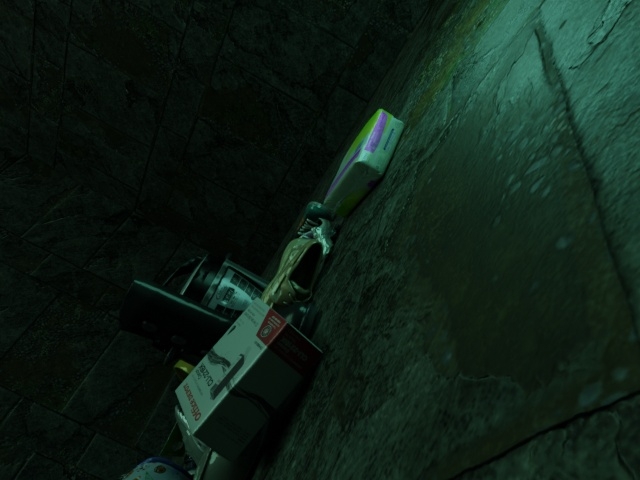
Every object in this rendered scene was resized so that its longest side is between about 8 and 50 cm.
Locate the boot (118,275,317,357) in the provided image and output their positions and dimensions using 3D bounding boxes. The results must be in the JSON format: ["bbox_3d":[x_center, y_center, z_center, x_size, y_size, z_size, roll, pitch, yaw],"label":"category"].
[{"bbox_3d":[-0.275,0.197,1.254,0.367,0.445,0.146,-55,9,38],"label":"boot"}]

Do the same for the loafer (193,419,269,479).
[{"bbox_3d":[-0.183,0.434,1.046,0.319,0.112,0.111,-69,2,-51],"label":"loafer"}]

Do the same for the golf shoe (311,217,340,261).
[{"bbox_3d":[0.000,0.000,1.556,0.069,0.086,0.176,-52,13,43],"label":"golf shoe"}]

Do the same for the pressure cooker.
[{"bbox_3d":[-0.344,0.254,1.636,0.375,0.420,0.370,-59,7,8],"label":"pressure cooker"}]

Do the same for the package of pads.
[{"bbox_3d":[0.127,-0.233,1.499,0.229,0.101,0.296,-65,9,-29],"label":"package of pads"}]

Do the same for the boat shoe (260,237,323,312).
[{"bbox_3d":[-0.088,0.151,1.436,0.110,0.122,0.341,2,71,57],"label":"boat shoe"}]

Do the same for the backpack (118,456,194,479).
[{"bbox_3d":[-0.446,0.719,1.316,0.263,0.276,0.213,-44,14,20],"label":"backpack"}]

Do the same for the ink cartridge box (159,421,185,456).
[{"bbox_3d":[-0.394,0.611,1.631,0.255,0.097,0.189,-64,-18,-19],"label":"ink cartridge box"}]

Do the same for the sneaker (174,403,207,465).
[{"bbox_3d":[-0.354,0.544,1.366,0.281,0.105,0.115,16,90,62],"label":"sneaker"}]

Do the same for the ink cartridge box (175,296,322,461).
[{"bbox_3d":[-0.155,0.276,1.017,0.273,0.114,0.197,-50,25,-10],"label":"ink cartridge box"}]

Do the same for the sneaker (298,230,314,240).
[{"bbox_3d":[-0.057,0.046,1.780,0.236,0.095,0.104,-58,0,30],"label":"sneaker"}]

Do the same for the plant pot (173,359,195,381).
[{"bbox_3d":[-0.439,0.523,2.057,0.239,0.254,0.254,-48,0,-31],"label":"plant pot"}]

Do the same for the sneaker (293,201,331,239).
[{"bbox_3d":[-0.037,-0.044,1.939,0.302,0.108,0.121,115,180,-65],"label":"sneaker"}]

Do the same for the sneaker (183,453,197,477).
[{"bbox_3d":[-0.375,0.686,1.515,0.226,0.086,0.163,-55,12,47],"label":"sneaker"}]
